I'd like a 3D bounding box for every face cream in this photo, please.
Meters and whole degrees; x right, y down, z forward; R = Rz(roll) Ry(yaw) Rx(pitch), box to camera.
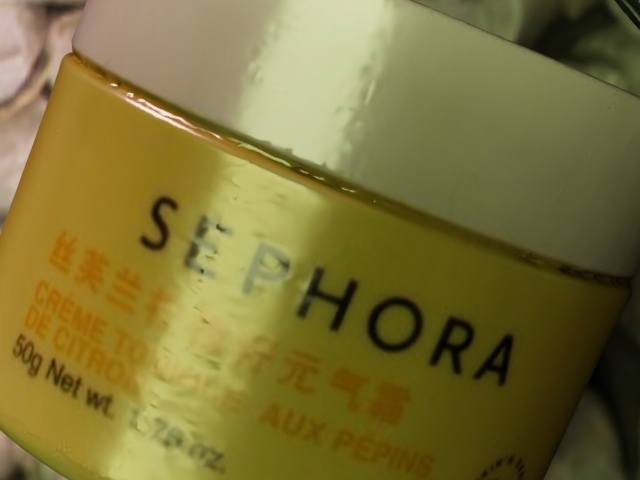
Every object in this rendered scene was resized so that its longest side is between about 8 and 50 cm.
[{"bbox_3d":[0.000,0.000,0.600,0.218,0.218,0.179,26,98,25],"label":"face cream"}]

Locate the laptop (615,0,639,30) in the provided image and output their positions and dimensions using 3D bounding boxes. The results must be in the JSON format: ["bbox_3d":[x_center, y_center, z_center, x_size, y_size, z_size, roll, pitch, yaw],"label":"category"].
[{"bbox_3d":[0.191,-0.114,0.623,0.154,0.026,0.207,-41,70,16],"label":"laptop"}]
